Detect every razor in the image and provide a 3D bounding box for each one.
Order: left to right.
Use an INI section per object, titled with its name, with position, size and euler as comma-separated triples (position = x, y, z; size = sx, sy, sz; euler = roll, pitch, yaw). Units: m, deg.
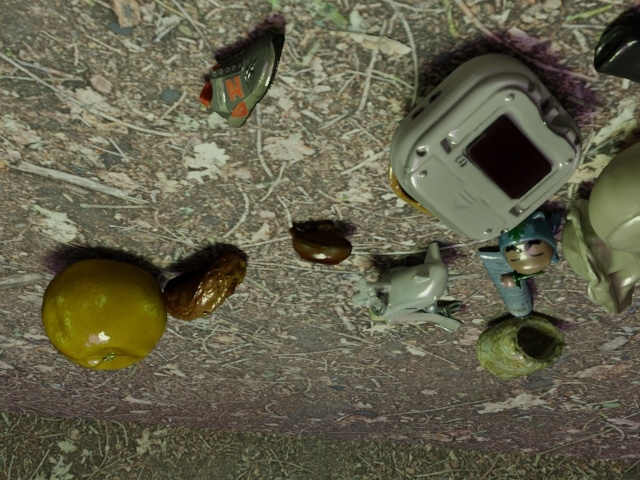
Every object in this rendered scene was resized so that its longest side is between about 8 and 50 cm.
[razor]
position = 0.432, -0.236, 0.980
size = 0.148, 0.054, 0.090
euler = 12, 151, -12

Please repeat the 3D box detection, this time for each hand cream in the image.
[hand cream]
position = 0.406, 0.090, 1.609
size = 0.091, 0.058, 0.271
euler = 3, 151, 29

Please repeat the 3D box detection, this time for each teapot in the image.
[teapot]
position = 0.000, 0.000, 1.489
size = 0.129, 0.078, 0.098
euler = 13, -166, 15

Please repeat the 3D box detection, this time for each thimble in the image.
[thimble]
position = 0.484, 0.256, 1.818
size = 0.191, 0.137, 0.143
euler = 6, 155, -26

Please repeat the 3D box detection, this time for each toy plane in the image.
[toy plane]
position = 0.185, 0.094, 1.593
size = 0.245, 0.117, 0.244
euler = -10, 164, -3

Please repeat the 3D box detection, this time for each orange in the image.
[orange]
position = -0.484, 0.168, 1.709
size = 0.279, 0.235, 0.279
euler = -2, 157, -1

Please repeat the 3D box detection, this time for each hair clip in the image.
[hair clip]
position = 0.221, 0.161, 1.755
size = 0.219, 0.071, 0.159
euler = 3, 146, -9

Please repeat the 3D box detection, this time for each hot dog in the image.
[hot dog]
position = -0.254, 0.100, 1.657
size = 0.227, 0.160, 0.099
euler = -17, 108, 47

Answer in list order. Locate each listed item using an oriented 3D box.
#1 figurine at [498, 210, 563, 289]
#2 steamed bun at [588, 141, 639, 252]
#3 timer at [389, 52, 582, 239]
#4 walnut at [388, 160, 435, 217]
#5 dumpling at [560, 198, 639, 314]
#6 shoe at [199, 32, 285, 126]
[figurine]
position = 0.390, 0.023, 1.396
size = 0.114, 0.144, 0.178
euler = -1, 164, 31
[steamed bun]
position = 0.526, -0.081, 1.163
size = 0.232, 0.145, 0.232
euler = -8, 159, -3
[timer]
position = 0.241, -0.124, 1.086
size = 0.237, 0.087, 0.262
euler = -42, 127, 17
[walnut]
position = 0.193, -0.127, 1.183
size = 0.211, 0.087, 0.167
euler = 22, 122, -28
[dumpling]
position = 0.505, 0.033, 1.330
size = 0.147, 0.192, 0.258
euler = -17, 151, 39
[shoe]
position = -0.114, -0.231, 1.069
size = 0.077, 0.074, 0.194
euler = 21, 151, -17
